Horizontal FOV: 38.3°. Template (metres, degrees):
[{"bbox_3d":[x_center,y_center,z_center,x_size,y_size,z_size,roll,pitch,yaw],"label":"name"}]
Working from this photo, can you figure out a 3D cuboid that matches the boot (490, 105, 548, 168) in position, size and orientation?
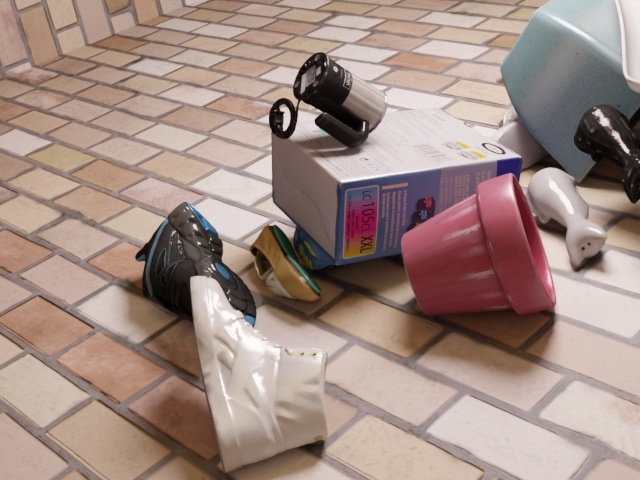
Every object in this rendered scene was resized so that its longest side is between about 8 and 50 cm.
[{"bbox_3d":[0.385,-0.207,1.778,0.258,0.095,0.123,-21,24,-33],"label":"boot"}]

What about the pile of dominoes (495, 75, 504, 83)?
[{"bbox_3d":[0.496,-0.347,1.860,0.196,0.040,0.251,1,-21,-41],"label":"pile of dominoes"}]

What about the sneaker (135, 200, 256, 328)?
[{"bbox_3d":[-0.204,0.076,1.471,0.139,0.125,0.341,-40,34,5],"label":"sneaker"}]

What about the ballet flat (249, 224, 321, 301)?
[{"bbox_3d":[-0.061,0.052,1.496,0.073,0.080,0.232,-41,29,3],"label":"ballet flat"}]

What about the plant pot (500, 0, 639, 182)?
[{"bbox_3d":[0.478,-0.309,1.648,0.252,0.248,0.247,42,50,13],"label":"plant pot"}]

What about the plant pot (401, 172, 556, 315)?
[{"bbox_3d":[0.222,0.023,1.330,0.180,0.201,0.201,-18,27,18],"label":"plant pot"}]

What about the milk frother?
[{"bbox_3d":[0.008,-0.209,1.486,0.143,0.134,0.129,-8,62,51],"label":"milk frother"}]

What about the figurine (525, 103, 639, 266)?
[{"bbox_3d":[0.434,-0.081,1.451,0.092,0.215,0.209,27,25,-23],"label":"figurine"}]

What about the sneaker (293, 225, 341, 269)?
[{"bbox_3d":[0.000,0.000,1.569,0.078,0.067,0.188,5,24,-17],"label":"sneaker"}]

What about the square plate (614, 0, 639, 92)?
[{"bbox_3d":[0.632,-0.289,1.474,0.344,0.049,0.347,15,42,0],"label":"square plate"}]

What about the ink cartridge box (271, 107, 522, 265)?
[{"bbox_3d":[0.148,-0.107,1.552,0.395,0.151,0.270,-11,30,-23],"label":"ink cartridge box"}]

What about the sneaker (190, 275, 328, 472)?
[{"bbox_3d":[-0.078,0.157,1.231,0.169,0.108,0.292,-13,52,-9],"label":"sneaker"}]
